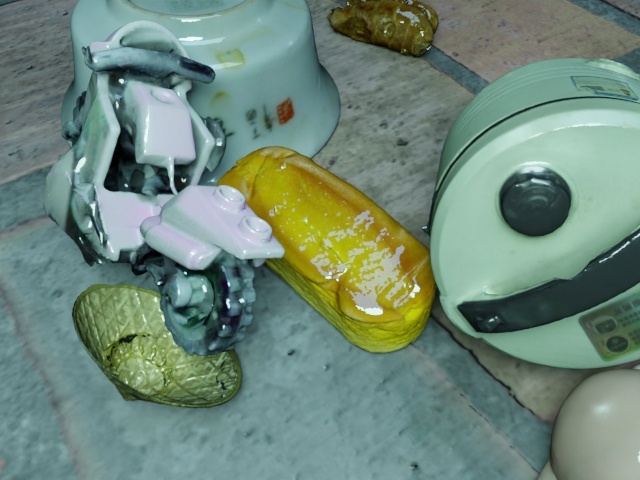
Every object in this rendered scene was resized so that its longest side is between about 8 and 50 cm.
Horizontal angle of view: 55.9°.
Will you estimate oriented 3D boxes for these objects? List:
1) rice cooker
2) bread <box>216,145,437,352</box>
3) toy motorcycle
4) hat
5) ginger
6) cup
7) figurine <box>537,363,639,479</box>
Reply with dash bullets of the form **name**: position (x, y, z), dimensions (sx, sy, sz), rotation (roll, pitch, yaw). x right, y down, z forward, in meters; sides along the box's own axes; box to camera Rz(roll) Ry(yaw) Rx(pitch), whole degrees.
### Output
- **rice cooker**: position (0.202, -0.025, 0.487), dimensions (0.226, 0.225, 0.244), rotation (14, 28, 9)
- **bread**: position (0.000, 0.000, 0.563), dimensions (0.102, 0.094, 0.245), rotation (-36, 59, -23)
- **toy motorcycle**: position (-0.138, -0.064, 0.512), dimensions (0.143, 0.188, 0.327), rotation (-1, 37, -43)
- **hat**: position (-0.142, 0.104, 0.484), dimensions (0.146, 0.067, 0.146), rotation (32, 15, -9)
- **ginger**: position (0.098, -0.329, 0.873), dimensions (0.162, 0.073, 0.103), rotation (21, 50, 17)
- **cup**: position (-0.145, -0.229, 0.713), dimensions (0.348, 0.163, 0.347), rotation (2, 47, -2)
- **figurine**: position (0.225, 0.152, 0.422), dimensions (0.125, 0.125, 0.138), rotation (33, 64, 24)
